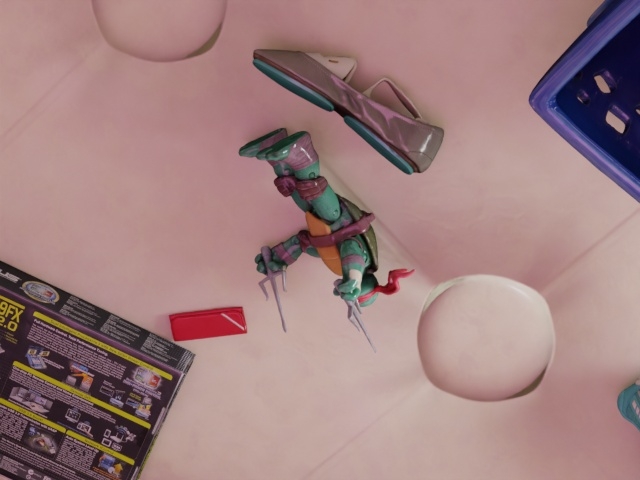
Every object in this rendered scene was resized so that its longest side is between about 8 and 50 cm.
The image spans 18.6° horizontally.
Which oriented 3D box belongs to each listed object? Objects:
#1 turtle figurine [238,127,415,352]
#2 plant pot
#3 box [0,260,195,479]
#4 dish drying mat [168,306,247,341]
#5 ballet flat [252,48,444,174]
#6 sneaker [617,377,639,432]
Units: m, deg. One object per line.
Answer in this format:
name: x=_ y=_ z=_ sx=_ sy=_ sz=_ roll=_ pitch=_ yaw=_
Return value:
turtle figurine: x=0.000 y=0.000 z=2.008 sx=0.175 sy=0.118 sz=0.234 roll=-6 pitch=112 yaw=55
plant pot: x=0.370 y=-0.168 z=1.810 sx=0.236 sy=0.212 sz=0.236 roll=40 pitch=126 yaw=-6
box: x=-0.302 y=0.165 z=2.144 sx=0.270 sy=0.060 sz=0.216 roll=25 pitch=111 yaw=0
dish drying mat: x=-0.122 y=0.091 z=2.113 sx=0.083 sy=0.008 sz=0.032 roll=-7 pitch=109 yaw=12
ballet flat: x=0.032 y=-0.148 z=1.980 sx=0.213 sy=0.072 sz=0.068 roll=35 pitch=84 yaw=-4
sneaker: x=0.400 y=0.259 z=2.052 sx=0.110 sy=0.107 sz=0.275 roll=-17 pitch=102 yaw=35
